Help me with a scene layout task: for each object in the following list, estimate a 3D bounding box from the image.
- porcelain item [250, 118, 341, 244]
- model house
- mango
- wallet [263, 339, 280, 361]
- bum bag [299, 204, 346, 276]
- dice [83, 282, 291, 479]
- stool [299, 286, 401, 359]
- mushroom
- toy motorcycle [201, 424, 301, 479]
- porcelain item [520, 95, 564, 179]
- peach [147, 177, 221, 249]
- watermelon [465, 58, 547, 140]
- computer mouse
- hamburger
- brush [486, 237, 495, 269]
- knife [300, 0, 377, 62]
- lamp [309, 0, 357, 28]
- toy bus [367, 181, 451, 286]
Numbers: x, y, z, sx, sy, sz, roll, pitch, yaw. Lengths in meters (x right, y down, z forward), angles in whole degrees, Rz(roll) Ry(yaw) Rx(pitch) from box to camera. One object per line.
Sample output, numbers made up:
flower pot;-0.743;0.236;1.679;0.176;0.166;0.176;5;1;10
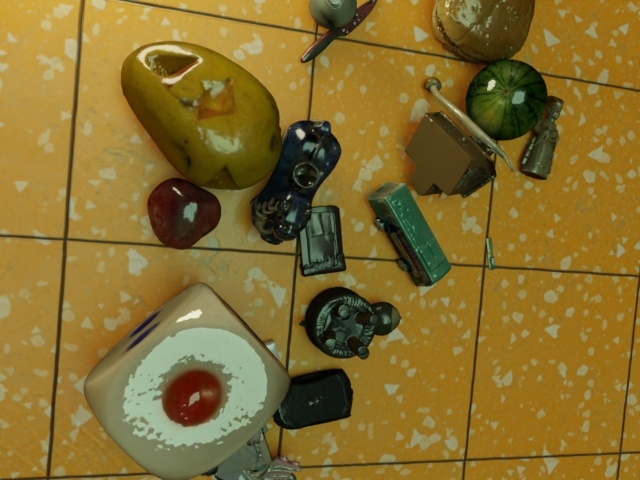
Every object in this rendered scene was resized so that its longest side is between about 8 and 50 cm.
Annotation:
porcelain item;-0.051;-0.129;1.517;0.138;0.186;0.288;27;81;-14
model house;0.335;-0.189;1.694;0.248;0.181;0.176;-10;141;-44
mango;-0.241;-0.258;1.453;0.365;0.182;0.253;36;73;-7
wallet;-0.153;0.268;1.601;0.122;0.025;0.061;-16;97;-18
bum bag;0.000;0.000;1.638;0.109;0.026;0.159;-5;91;-19
dice;-0.259;0.272;1.402;0.304;0.304;0.277;-43;100;-7
stool;0.073;0.181;1.615;0.228;0.139;0.153;-26;104;-13
mushroom;0.337;-0.272;1.633;0.068;0.043;0.306;-14;58;-42
toy motorcycle;-0.145;0.453;1.574;0.239;0.108;0.204;23;86;-20
porcelain item;0.572;-0.264;1.802;0.084;0.054;0.213;20;87;-22
peach;-0.276;-0.061;1.469;0.152;0.152;0.152;-2;95;-19
watermelon;0.437;-0.329;1.682;0.188;0.214;0.188;0;90;11
computer mouse;-0.021;0.366;1.630;0.217;0.073;0.122;-6;90;-27
hamburger;0.393;-0.566;1.669;0.259;0.144;0.283;12;88;-20
brush;0.431;0.034;1.797;0.016;0.013;0.084;-9;96;-17
knife;0.048;-0.478;1.618;0.247;0.018;0.035;-42;103;-13
lamp;0.027;-0.517;1.562;0.105;0.105;0.105;-2;95;-19
toy bus;0.209;-0.011;1.668;0.091;0.109;0.262;-38;106;-19
